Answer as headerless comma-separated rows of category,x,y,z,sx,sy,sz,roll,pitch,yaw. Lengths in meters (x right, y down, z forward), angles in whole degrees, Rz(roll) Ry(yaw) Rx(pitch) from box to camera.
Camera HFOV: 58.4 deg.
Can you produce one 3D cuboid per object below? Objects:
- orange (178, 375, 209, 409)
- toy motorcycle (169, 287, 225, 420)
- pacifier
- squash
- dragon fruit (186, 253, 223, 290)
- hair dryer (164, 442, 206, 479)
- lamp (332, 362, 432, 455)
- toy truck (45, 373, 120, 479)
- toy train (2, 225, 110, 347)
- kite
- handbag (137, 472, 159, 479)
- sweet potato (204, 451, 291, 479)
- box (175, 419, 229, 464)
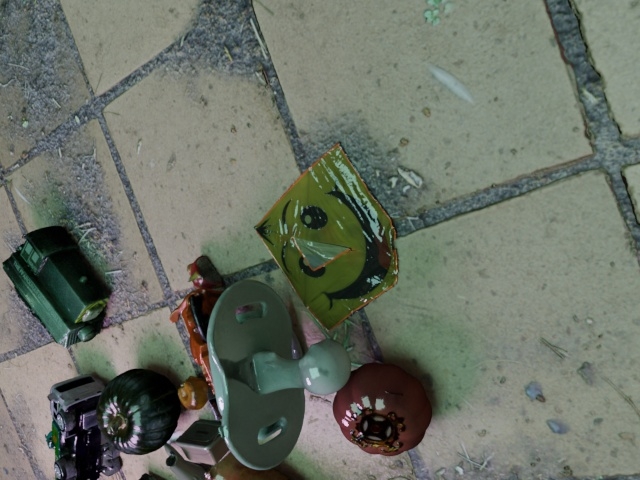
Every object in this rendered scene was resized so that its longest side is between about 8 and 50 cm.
orange,-0.298,0.366,1.369,0.086,0.062,0.086,5,97,46
toy motorcycle,-0.218,0.233,1.215,0.147,0.221,0.326,-19,112,-5
pacifier,-0.061,0.234,1.046,0.268,0.288,0.344,-9,90,30
squash,-0.449,0.421,1.414,0.218,0.172,0.218,-13,65,31
dragon fruit,-0.264,0.081,1.267,0.056,0.060,0.083,-36,85,31
hair dryer,-0.368,0.537,1.431,0.199,0.067,0.167,37,158,26
lamp,0.113,0.303,1.047,0.181,0.140,0.182,7,116,14
toy truck,-0.680,0.554,1.607,0.178,0.176,0.364,31,120,36
toy train,-0.688,0.113,1.507,0.330,0.138,0.178,47,119,12
kite,0.001,-0.001,1.102,0.327,0.013,0.378,10,109,31
handbag,-0.416,0.873,1.527,0.316,0.180,0.417,9,112,35
sweet potato,-0.098,0.577,1.262,0.336,0.131,0.131,21,114,26
box,-0.275,0.486,1.375,0.122,0.089,0.062,-5,111,34
